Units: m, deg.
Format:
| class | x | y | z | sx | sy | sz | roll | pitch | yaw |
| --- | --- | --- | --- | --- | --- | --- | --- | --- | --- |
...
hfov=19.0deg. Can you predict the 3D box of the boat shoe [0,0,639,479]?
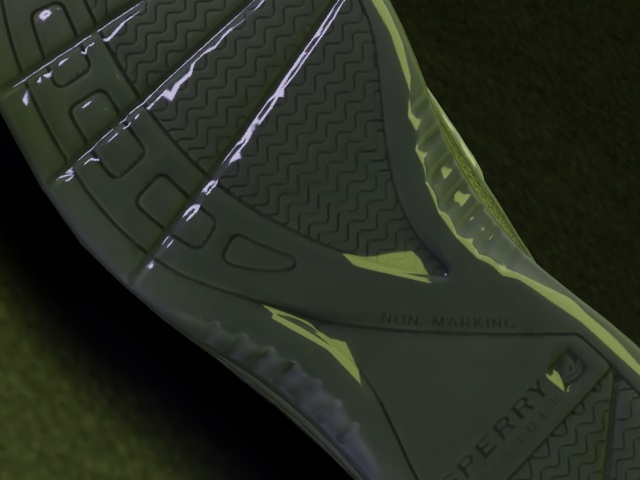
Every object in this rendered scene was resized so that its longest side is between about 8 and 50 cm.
| class | x | y | z | sx | sy | sz | roll | pitch | yaw |
| --- | --- | --- | --- | --- | --- | --- | --- | --- | --- |
| boat shoe | 0.003 | -0.001 | 0.603 | 0.118 | 0.103 | 0.320 | -44 | 93 | -7 |
